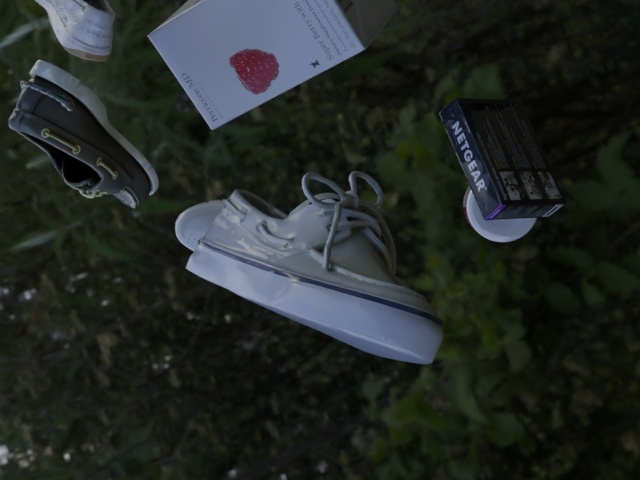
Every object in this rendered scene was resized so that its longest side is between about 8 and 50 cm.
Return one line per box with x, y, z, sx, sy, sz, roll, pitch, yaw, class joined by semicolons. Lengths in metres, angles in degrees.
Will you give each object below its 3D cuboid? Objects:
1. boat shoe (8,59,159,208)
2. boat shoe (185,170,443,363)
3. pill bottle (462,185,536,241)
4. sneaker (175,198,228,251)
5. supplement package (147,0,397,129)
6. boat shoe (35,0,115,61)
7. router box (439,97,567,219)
-0.296;-0.110;1.419;0.109;0.091;0.305;24;164;22;boat shoe
0.006;0.003;1.060;0.135;0.157;0.367;26;176;-30;boat shoe
0.309;-0.061;1.957;0.221;0.121;0.121;-26;-85;-85;pill bottle
-0.086;0.018;1.751;0.129;0.297;0.111;-73;2;-77;sneaker
-0.069;-0.321;1.656;0.177;0.293;0.175;56;-146;-17;supplement package
-0.364;-0.376;1.648;0.098;0.096;0.277;-2;-137;-44;boat shoe
0.259;-0.118;1.600;0.133;0.046;0.179;-2;-118;-36;router box
